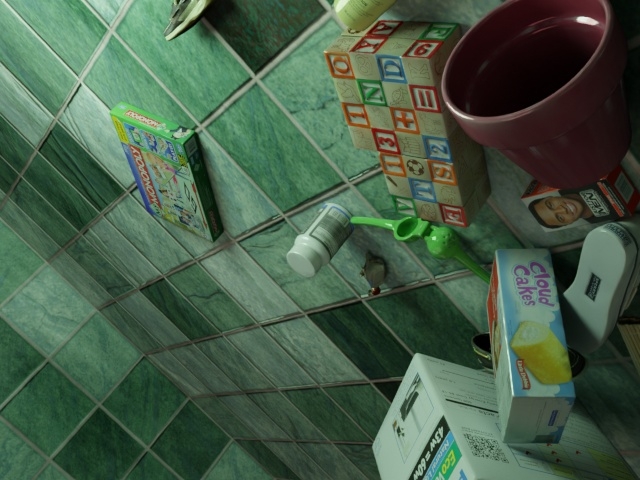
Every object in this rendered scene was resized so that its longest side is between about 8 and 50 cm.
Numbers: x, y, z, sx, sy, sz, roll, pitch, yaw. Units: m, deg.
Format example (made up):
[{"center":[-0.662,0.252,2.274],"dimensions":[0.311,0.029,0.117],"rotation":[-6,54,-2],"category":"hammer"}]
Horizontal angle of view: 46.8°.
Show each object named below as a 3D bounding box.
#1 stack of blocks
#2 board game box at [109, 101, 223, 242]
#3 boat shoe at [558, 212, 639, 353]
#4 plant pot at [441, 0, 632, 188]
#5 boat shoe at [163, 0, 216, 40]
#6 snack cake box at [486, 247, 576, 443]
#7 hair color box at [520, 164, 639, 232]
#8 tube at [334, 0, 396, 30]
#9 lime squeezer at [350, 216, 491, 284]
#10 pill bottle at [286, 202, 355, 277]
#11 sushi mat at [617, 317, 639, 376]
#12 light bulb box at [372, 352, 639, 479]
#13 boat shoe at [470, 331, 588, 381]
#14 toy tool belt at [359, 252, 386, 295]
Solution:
[{"center":[0.135,-0.167,1.083],"dimensions":[0.171,0.087,0.297],"rotation":[14,142,36],"category":"stack of blocks"},{"center":[-0.341,-0.147,1.667],"dimensions":[0.213,0.046,0.317],"rotation":[23,146,24],"category":"board game box"},{"center":[0.418,0.064,1.085],"dimensions":[0.096,0.088,0.268],"rotation":[46,153,39],"category":"boat shoe"},{"center":[0.269,-0.162,0.862],"dimensions":[0.201,0.201,0.180],"rotation":[4,151,44],"category":"plant pot"},{"center":[-0.221,-0.382,1.224],"dimensions":[0.152,0.056,0.049],"rotation":[-23,109,46],"category":"boat shoe"},{"center":[0.317,0.160,1.141],"dimensions":[0.089,0.265,0.152],"rotation":[-1,140,6],"category":"snack cake box"},{"center":[0.359,-0.059,1.027],"dimensions":[0.072,0.043,0.141],"rotation":[49,149,-17],"category":"hair color box"},{"center":[0.100,-0.350,0.913],"dimensions":[0.070,0.062,0.240],"rotation":[7,158,-30],"category":"tube"},{"center":[0.185,-0.004,1.298],"dimensions":[0.310,0.059,0.110],"rotation":[25,177,20],"category":"lime squeezer"},{"center":[0.000,0.000,1.401],"dimensions":[0.078,0.137,0.078],"rotation":[28,148,19],"category":"pill bottle"},{"center":[0.596,0.242,1.194],"dimensions":[0.151,0.019,0.317],"rotation":[2,133,47],"category":"sushi mat"},{"center":[0.313,0.407,1.236],"dimensions":[0.357,0.361,0.225],"rotation":[17,108,-12],"category":"light bulb box"},{"center":[0.368,0.208,1.332],"dimensions":[0.227,0.081,0.069],"rotation":[-4,133,53],"category":"boat shoe"},{"center":[0.103,0.066,1.476],"dimensions":[0.083,0.052,0.051],"rotation":[88,156,-49],"category":"toy tool belt"}]
